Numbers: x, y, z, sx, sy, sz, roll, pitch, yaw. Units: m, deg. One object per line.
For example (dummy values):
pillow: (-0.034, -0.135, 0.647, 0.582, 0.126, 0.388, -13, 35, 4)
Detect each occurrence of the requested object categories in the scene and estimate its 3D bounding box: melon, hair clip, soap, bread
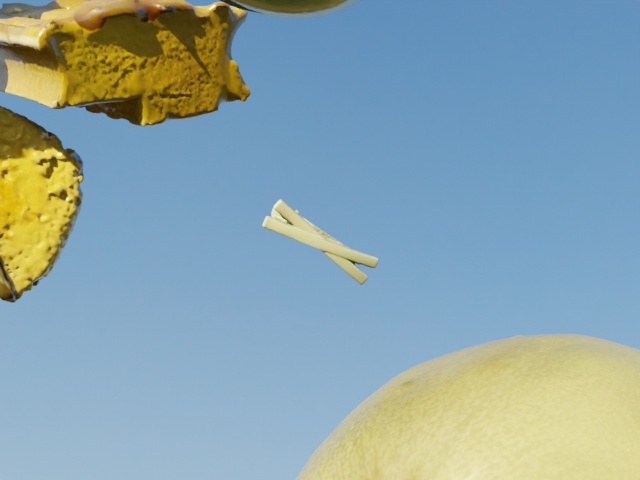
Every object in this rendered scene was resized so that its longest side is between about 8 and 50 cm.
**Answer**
melon: (0.106, 0.171, 0.432, 0.272, 0.271, 0.308, -17, -8, 36)
hair clip: (0.001, -0.001, 0.882, 0.115, 0.039, 0.030, 33, -74, -13)
soap: (-0.263, -0.224, 1.116, 0.259, 0.143, 0.281, -13, 23, -36)
bread: (-0.388, -0.065, 1.199, 0.163, 0.261, 0.204, -18, 10, -23)

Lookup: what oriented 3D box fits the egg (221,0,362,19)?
egg: (-0.047, -0.302, 0.875, 0.264, 0.182, 0.183, 5, -28, -24)
